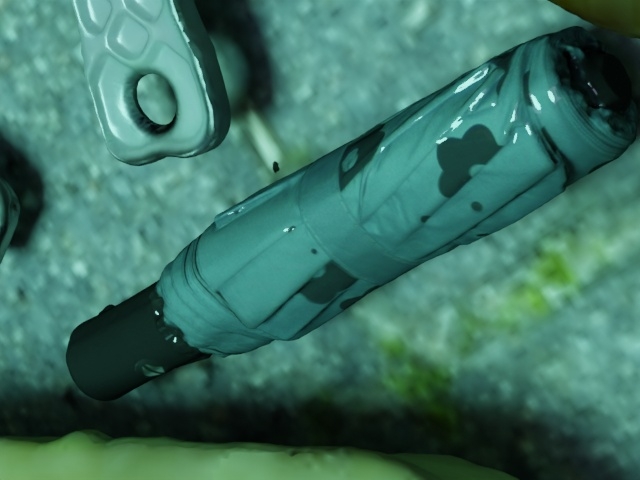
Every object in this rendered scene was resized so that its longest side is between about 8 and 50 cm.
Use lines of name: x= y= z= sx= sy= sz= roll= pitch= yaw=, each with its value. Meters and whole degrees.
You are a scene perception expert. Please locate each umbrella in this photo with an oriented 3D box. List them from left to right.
umbrella: x=-0.001 y=0.001 z=0.616 sx=0.250 sy=0.053 sz=0.052 roll=-29 pitch=90 yaw=35

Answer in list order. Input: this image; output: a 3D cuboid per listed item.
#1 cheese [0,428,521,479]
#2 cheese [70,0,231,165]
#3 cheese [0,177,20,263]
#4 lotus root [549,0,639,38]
cheese: x=-0.091 y=0.243 z=0.648 sx=0.384 sy=0.104 sz=0.384 roll=-6 pitch=79 yaw=32
cheese: x=-0.088 y=-0.164 z=0.603 sx=0.163 sy=0.082 sz=0.286 roll=-2 pitch=105 yaw=34
cheese: x=-0.210 y=-0.070 z=0.729 sx=0.235 sy=0.050 sz=0.127 roll=36 pitch=119 yaw=17
lotus root: x=0.091 y=-0.228 z=0.390 sx=0.390 sy=0.111 sz=0.375 roll=-3 pitch=91 yaw=47
